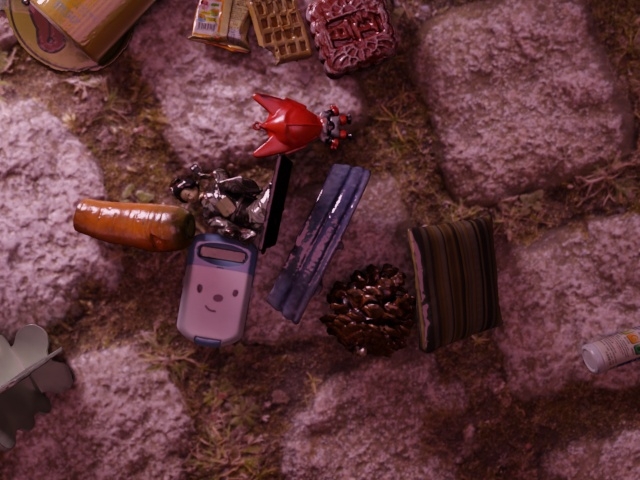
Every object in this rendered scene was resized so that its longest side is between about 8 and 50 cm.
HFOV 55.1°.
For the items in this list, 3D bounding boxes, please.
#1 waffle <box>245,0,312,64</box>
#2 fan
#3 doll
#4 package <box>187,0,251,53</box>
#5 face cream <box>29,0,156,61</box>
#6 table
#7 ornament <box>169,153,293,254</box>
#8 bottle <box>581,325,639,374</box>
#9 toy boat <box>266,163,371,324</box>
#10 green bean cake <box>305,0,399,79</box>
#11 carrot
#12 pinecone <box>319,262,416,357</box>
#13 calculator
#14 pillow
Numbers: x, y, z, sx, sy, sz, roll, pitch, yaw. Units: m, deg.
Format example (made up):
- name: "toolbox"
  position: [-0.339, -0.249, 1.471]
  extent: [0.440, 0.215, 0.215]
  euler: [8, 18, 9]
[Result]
- name: "waffle"
  position: [-0.071, -0.366, 1.035]
  extent: [0.092, 0.021, 0.134]
  euler: [-19, 96, -21]
- name: "fan"
  position: [-0.457, -0.397, 1.021]
  extent: [0.335, 0.011, 0.229]
  euler: [0, 95, -6]
- name: "doll"
  position: [-0.031, -0.194, 1.044]
  extent: [0.169, 0.057, 0.109]
  euler: [0, 93, -3]
- name: "package"
  position: [-0.162, -0.379, 1.034]
  extent: [0.108, 0.031, 0.120]
  euler: [9, 87, -6]
- name: "face cream"
  position: [-0.319, -0.437, 0.991]
  extent: [0.139, 0.067, 0.285]
  euler: [44, 89, -10]
- name: "table"
  position: [-0.506, 0.235, 0.977]
  extent: [0.167, 0.198, 0.166]
  euler: [0, 95, -5]
- name: "ornament"
  position: [-0.161, -0.073, 1.013]
  extent: [0.196, 0.153, 0.166]
  euler: [12, 93, 4]
- name: "bottle"
  position: [0.590, 0.183, 1.119]
  extent: [0.217, 0.060, 0.060]
  euler: [-19, 96, -1]
- name: "toy boat"
  position: [0.000, 0.000, 1.030]
  extent: [0.078, 0.127, 0.282]
  euler: [26, 94, 0]
- name: "green bean cake"
  position: [0.054, -0.354, 1.038]
  extent: [0.135, 0.056, 0.135]
  euler: [-21, 96, -3]
- name: "carrot"
  position: [-0.309, -0.025, 1.030]
  extent: [0.194, 0.087, 0.087]
  euler: [5, 95, 7]
- name: "pinecone"
  position: [0.087, 0.115, 1.037]
  extent: [0.174, 0.173, 0.173]
  euler: [0, 95, -4]
- name: "calculator"
  position: [-0.179, 0.082, 1.068]
  extent: [0.121, 0.039, 0.210]
  euler: [11, 93, -6]
- name: "pillow"
  position: [0.235, 0.068, 1.054]
  extent: [0.212, 0.052, 0.208]
  euler: [-10, 95, -35]
